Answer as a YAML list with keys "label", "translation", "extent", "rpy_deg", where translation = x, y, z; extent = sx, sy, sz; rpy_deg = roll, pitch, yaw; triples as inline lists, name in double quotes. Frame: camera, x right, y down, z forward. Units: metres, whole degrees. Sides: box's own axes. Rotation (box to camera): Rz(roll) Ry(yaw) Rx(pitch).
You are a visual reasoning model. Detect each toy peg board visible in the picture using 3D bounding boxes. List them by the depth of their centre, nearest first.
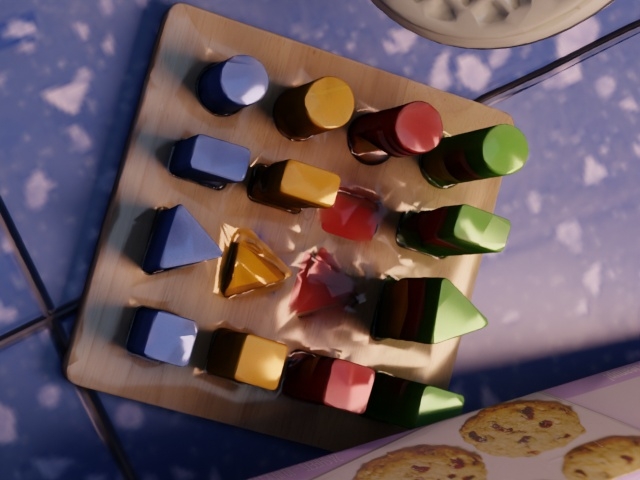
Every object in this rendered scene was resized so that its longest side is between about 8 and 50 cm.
- label: "toy peg board"
  translation: [0.000, 0.000, 0.606]
  extent: [0.160, 0.079, 0.161]
  rpy_deg: [17, 83, -17]

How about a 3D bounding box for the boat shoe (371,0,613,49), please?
- label: "boat shoe"
  translation: [0.113, -0.313, 0.594]
  extent: [0.186, 0.156, 0.500]
  rpy_deg: [8, 85, 15]

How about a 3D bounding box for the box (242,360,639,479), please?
- label: "box"
  translation: [0.080, 0.101, 0.573]
  extent: [0.324, 0.067, 0.063]
  rpy_deg: [-10, 121, -37]
